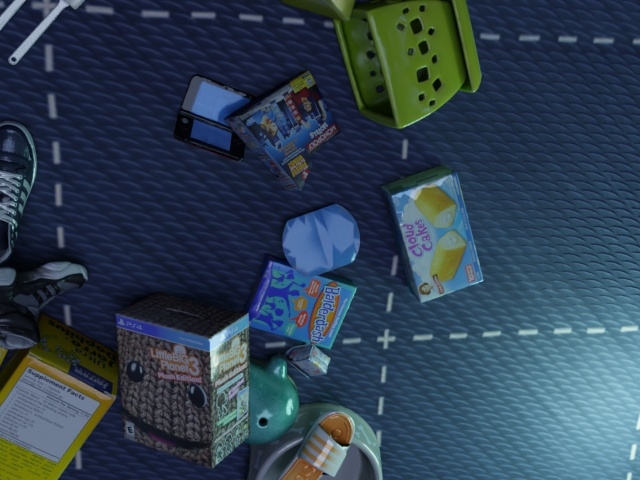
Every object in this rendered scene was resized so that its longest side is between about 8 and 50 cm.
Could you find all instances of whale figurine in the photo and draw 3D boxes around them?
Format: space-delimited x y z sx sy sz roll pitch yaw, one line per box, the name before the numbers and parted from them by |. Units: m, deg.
whale figurine | -0.162 0.331 1.706 0.216 0.141 0.272 -36 109 2

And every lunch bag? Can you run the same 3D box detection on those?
lunch bag | -0.033 0.271 1.747 0.083 0.053 0.071 -13 136 38

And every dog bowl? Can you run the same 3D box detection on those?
dog bowl | -0.014 0.560 1.838 0.349 0.102 0.348 -4 109 -12

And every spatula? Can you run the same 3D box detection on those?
spatula | -0.539 -0.456 1.425 0.242 0.019 0.168 -45 117 6

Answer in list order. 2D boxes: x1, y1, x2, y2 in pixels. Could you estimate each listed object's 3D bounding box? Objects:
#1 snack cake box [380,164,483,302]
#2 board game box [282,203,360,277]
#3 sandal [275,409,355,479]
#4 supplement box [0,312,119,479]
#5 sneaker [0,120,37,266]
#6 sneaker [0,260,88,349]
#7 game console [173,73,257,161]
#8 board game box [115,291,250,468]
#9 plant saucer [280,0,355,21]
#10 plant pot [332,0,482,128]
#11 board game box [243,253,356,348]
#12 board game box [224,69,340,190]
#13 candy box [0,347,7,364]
snack cake box | 0.243 -0.014 1.704 0.152 0.089 0.264 -20 111 -6
board game box | 0.000 0.000 1.678 0.169 0.033 0.133 -20 100 -8
sandal | -0.008 0.498 1.721 0.102 0.076 0.265 31 99 -20
supplement box | -0.592 0.366 1.596 0.194 0.195 0.356 34 99 -20
sneaker | -0.603 -0.076 1.464 0.099 0.153 0.282 12 106 -15
sneaker | -0.552 0.127 1.495 0.101 0.269 0.153 -17 84 31
game console | -0.203 -0.240 1.536 0.144 0.124 0.085 18 130 -17
board game box | -0.279 0.281 1.605 0.232 0.141 0.290 10 110 26
plant saucer | 0.000 -0.517 1.432 0.045 0.188 0.188 1 112 -49
plant pot | 0.173 -0.364 1.503 0.207 0.227 0.228 -21 111 -11
board game box | -0.047 0.136 1.714 0.210 0.047 0.160 17 104 -18
board game box | -0.062 -0.208 1.561 0.194 0.060 0.194 -37 112 -26
candy box | -0.684 0.187 1.605 0.105 0.027 0.205 24 102 -22
